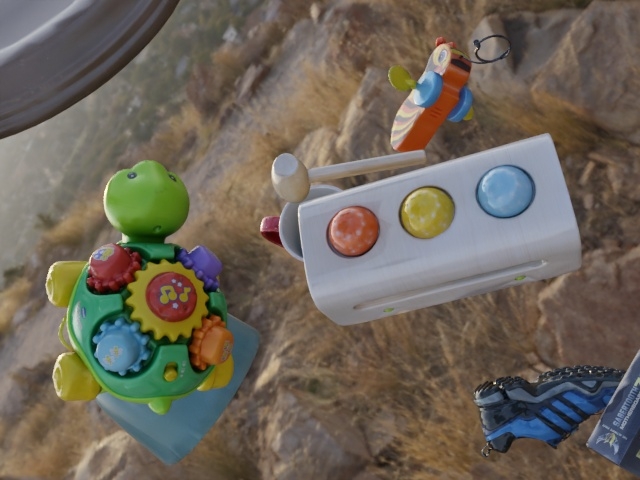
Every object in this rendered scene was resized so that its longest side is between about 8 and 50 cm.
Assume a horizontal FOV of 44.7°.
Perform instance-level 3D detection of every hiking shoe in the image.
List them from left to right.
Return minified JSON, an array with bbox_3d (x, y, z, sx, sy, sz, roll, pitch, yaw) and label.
[{"bbox_3d":[0.430,0.302,1.394,0.113,0.304,0.132,0,-99,-83],"label":"hiking shoe"}]

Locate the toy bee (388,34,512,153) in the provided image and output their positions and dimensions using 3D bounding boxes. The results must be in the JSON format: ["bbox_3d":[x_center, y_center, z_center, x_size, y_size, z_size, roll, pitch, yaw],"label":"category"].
[{"bbox_3d":[0.244,-0.306,1.508,0.298,0.195,0.162,-30,42,24],"label":"toy bee"}]

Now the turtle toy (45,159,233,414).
[{"bbox_3d":[-0.088,0.024,0.400,0.066,0.095,0.130,-39,57,52],"label":"turtle toy"}]

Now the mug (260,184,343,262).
[{"bbox_3d":[0.007,-0.007,1.130,0.150,0.169,0.113,35,85,25],"label":"mug"}]

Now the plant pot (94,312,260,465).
[{"bbox_3d":[-0.289,0.217,1.410,0.293,0.235,0.293,-49,13,15],"label":"plant pot"}]

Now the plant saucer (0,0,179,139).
[{"bbox_3d":[-0.232,-0.185,0.604,0.277,0.041,0.278,-12,51,15],"label":"plant saucer"}]

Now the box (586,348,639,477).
[{"bbox_3d":[0.470,0.234,1.012,0.183,0.232,0.059,-61,32,-2],"label":"box"}]

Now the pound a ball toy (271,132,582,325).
[{"bbox_3d":[0.093,-0.042,0.839,0.319,0.136,0.208,-14,65,14],"label":"pound a ball toy"}]
